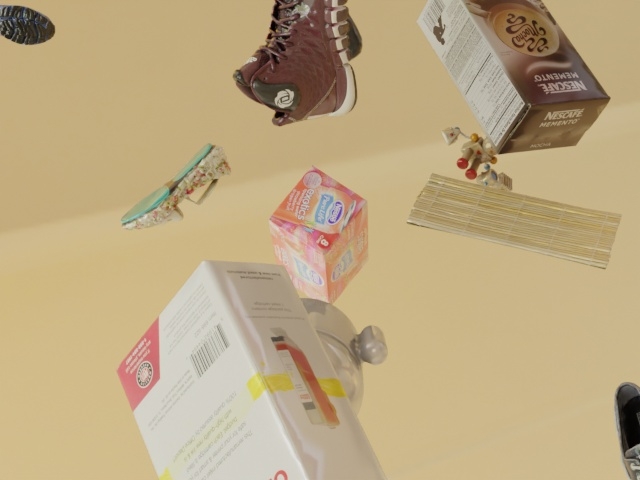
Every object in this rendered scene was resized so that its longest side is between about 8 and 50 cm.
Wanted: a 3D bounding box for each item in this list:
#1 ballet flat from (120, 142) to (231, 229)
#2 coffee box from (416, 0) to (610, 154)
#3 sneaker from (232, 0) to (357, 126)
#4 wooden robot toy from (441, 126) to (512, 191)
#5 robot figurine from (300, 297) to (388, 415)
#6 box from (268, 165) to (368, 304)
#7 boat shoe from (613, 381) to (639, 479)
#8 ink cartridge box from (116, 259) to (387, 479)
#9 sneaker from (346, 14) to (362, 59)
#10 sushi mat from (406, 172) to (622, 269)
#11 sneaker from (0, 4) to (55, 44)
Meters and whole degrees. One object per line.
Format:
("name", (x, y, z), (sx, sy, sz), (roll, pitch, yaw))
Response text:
("ballet flat", (-0.264, -0.084, 2.356), (0.241, 0.077, 0.091), (-40, -159, 0))
("coffee box", (0.305, -0.290, 2.008), (0.168, 0.119, 0.297), (-9, -124, -31))
("sneaker", (-0.049, -0.277, 1.675), (0.162, 0.281, 0.106), (-22, -153, -19))
("wooden robot toy", (0.289, -0.147, 2.178), (0.079, 0.173, 0.076), (-27, -153, 37))
("robot figurine", (-0.029, 0.222, 2.111), (0.300, 0.200, 0.353), (-25, -166, 6))
("box", (0.000, 0.000, 2.579), (0.142, 0.300, 0.154), (34, -109, 16))
("boat shoe", (0.542, 0.363, 2.038), (0.108, 0.102, 0.301), (-26, -136, 24))
("ink cartridge box", (-0.108, 0.263, 1.797), (0.160, 0.279, 0.384), (6, -132, -43))
("sneaker", (-0.018, -0.475, 2.472), (0.109, 0.130, 0.286), (-38, -94, -8))
("sushi mat", (0.301, -0.034, 1.951), (0.316, 0.019, 0.151), (13, -142, 13))
("sneaker", (-0.669, -0.469, 2.658), (0.221, 0.083, 0.087), (12, -163, -1))
